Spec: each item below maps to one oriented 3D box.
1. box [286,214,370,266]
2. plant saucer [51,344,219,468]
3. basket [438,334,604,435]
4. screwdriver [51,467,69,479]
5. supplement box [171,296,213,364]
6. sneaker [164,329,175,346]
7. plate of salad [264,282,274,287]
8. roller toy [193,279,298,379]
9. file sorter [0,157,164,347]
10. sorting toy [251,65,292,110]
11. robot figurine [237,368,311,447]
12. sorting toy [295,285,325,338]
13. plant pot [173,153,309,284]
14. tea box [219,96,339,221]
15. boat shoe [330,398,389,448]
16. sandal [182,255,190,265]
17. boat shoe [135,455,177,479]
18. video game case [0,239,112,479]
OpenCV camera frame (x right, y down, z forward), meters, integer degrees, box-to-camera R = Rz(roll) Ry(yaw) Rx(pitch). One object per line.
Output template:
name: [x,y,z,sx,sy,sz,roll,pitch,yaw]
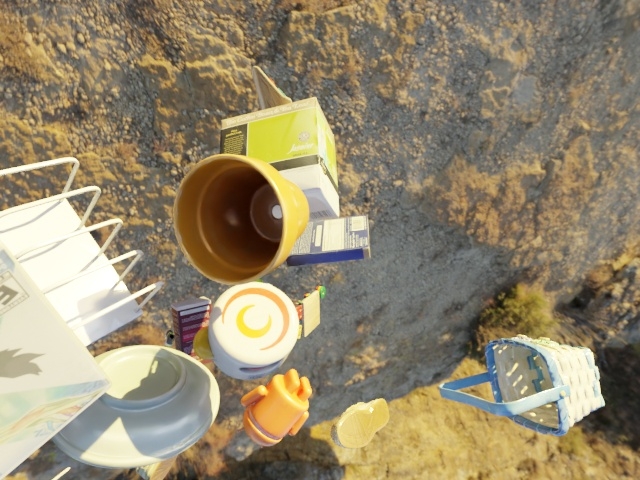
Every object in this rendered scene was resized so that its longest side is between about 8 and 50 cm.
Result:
box: [0.000,0.000,0.984,0.225,0.136,0.037,-5,125,8]
plant saucer: [-0.451,0.367,1.064,0.400,0.400,0.101,0,114,-32]
basket: [0.448,0.326,0.967,0.288,0.201,0.255,-13,175,-18]
screwdriver: [-0.423,0.371,0.570,0.170,0.024,0.025,-39,151,-32]
supplement box: [-0.467,0.340,1.568,0.130,0.073,0.240,-8,100,-37]
sneaker: [-0.511,0.329,1.455,0.031,0.083,0.035,29,103,-28]
plate of salad: [-0.205,0.235,1.378,0.199,0.048,0.200,3,86,-38]
roller toy: [-0.154,0.205,0.944,0.209,0.191,0.146,-51,172,-36]
file sorter: [-0.426,0.028,0.697,0.173,0.278,0.193,-38,177,39]
sorting toy: [-0.150,-0.461,1.558,0.041,0.229,0.307,-34,152,-13]
robot figurine: [-0.121,0.451,1.134,0.219,0.128,0.158,-50,147,2]
sorting toy: [-0.054,0.266,1.548,0.274,0.046,0.132,-29,120,-64]
plant pot: [-0.114,-0.043,0.743,0.205,0.205,0.188,-56,168,19]
tea box: [-0.129,-0.230,1.351,0.328,0.324,0.220,-8,158,15]
boat shoe: [0.065,0.336,0.777,0.059,0.063,0.170,-23,163,33]
sandal: [-0.489,-0.020,1.680,0.240,0.079,0.088,-59,175,-22]
boat shoe: [-0.481,0.624,1.369,0.285,0.089,0.105,-57,151,-28]
video game case: [-0.389,0.184,0.389,0.329,0.036,0.300,-43,152,-33]
